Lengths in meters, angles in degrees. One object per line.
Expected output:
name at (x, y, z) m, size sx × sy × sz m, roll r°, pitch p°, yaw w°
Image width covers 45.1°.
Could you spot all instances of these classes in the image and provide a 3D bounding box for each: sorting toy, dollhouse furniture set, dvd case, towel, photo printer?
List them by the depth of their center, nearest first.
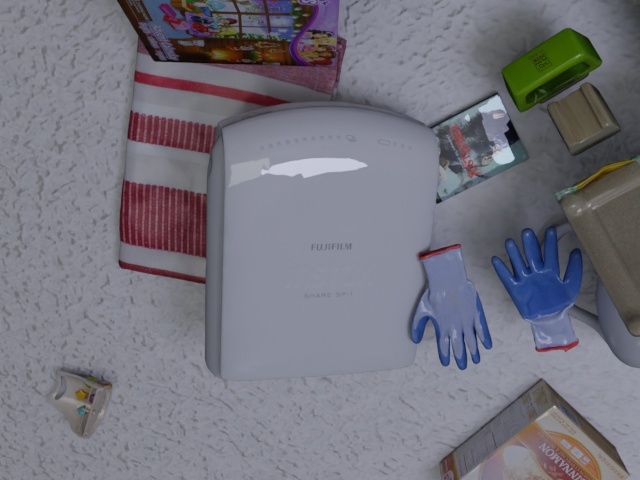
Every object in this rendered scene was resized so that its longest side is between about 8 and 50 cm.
dollhouse furniture set at (0.339, -0.075, 0.758) m, size 0.197 × 0.151 × 0.302 m, roll -31°, pitch 70°, yaw 23°
photo printer at (0.000, 0.000, 0.859) m, size 0.255 × 0.107 × 0.308 m, roll -1°, pitch 112°, yaw -14°
dvd case at (0.170, -0.106, 0.894) m, size 0.119 × 0.013 × 0.087 m, roll -26°, pitch 105°, yaw 13°
towel at (-0.114, -0.097, 0.908) m, size 0.236 × 0.037 × 0.329 m, roll 11°, pitch 109°, yaw 1°
sorting toy at (-0.323, 0.207, 1.023) m, size 0.075 × 0.045 × 0.083 m, roll 23°, pitch 109°, yaw 4°

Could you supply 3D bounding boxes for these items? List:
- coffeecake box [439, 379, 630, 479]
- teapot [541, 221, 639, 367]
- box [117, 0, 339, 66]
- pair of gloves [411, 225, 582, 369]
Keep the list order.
coffeecake box at (0.270, 0.295, 0.991) m, size 0.142 × 0.068 × 0.185 m, roll 42°, pitch 107°, yaw -10°
teapot at (0.399, 0.019, 0.822) m, size 0.255 × 0.252 × 0.187 m, roll -17°, pitch 83°, yaw -6°
box at (-0.082, -0.233, 0.692) m, size 0.200 × 0.293 × 0.057 m, roll 1°, pitch 83°, yaw 1°
pair of gloves at (0.191, 0.068, 0.845) m, size 0.198 × 0.023 × 0.159 m, roll -13°, pitch 112°, yaw 10°
